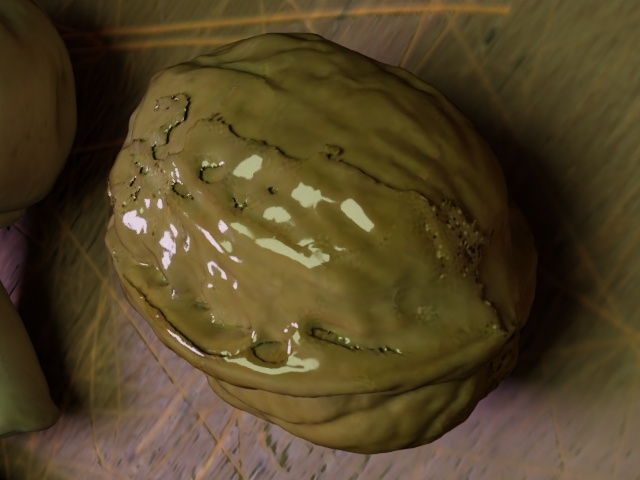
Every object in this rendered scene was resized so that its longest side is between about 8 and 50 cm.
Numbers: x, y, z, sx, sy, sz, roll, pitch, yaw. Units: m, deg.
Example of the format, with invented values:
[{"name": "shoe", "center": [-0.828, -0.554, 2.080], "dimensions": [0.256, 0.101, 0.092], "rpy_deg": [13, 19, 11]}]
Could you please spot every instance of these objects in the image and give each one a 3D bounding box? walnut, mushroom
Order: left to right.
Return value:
[{"name": "mushroom", "center": [-0.291, -0.013, 0.929], "dimensions": [0.314, 0.314, 0.336], "rpy_deg": [-16, 99, 39]}, {"name": "walnut", "center": [0.000, 0.000, 0.716], "dimensions": [0.245, 0.198, 0.198], "rpy_deg": [29, 106, 40]}]
